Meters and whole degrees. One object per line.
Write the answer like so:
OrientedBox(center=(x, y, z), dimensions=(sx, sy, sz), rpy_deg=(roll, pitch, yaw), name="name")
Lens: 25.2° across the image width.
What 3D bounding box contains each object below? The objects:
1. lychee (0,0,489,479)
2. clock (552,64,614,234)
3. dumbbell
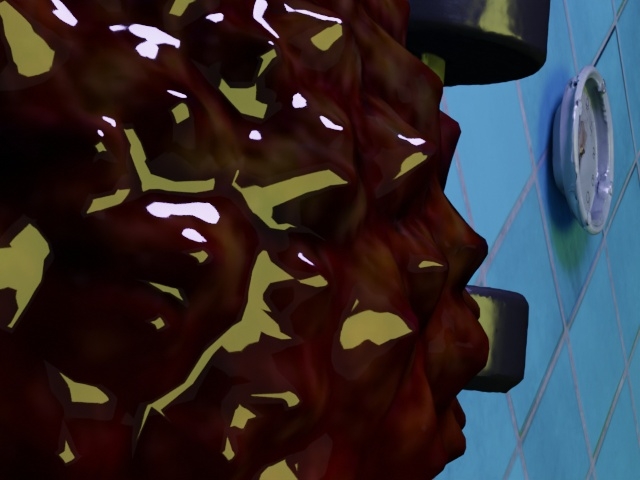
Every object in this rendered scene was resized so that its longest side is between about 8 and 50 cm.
OrientedBox(center=(-0.164, 0.003, 0.508), dimensions=(0.500, 0.425, 0.424), rpy_deg=(35, 57, -41), name="lychee")
OrientedBox(center=(0.361, -0.125, 1.989), dimensions=(0.236, 0.053, 0.236), rpy_deg=(1, 90, -66), name="clock")
OrientedBox(center=(0.065, -0.051, 1.096), dimensions=(0.204, 0.204, 0.322), rpy_deg=(15, 78, -63), name="dumbbell")
